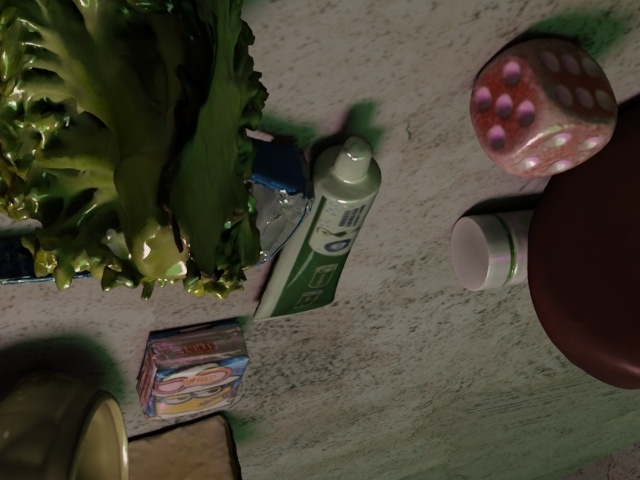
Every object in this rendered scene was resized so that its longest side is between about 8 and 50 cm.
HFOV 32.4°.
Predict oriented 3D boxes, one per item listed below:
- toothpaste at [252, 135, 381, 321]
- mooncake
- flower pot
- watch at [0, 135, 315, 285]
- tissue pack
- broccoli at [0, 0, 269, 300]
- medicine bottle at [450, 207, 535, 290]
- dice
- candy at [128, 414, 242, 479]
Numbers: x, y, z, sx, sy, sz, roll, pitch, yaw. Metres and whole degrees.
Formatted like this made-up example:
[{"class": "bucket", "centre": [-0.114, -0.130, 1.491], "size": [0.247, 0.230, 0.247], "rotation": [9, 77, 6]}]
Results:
[{"class": "toothpaste", "centre": [0.000, 0.000, 1.111], "size": [0.099, 0.061, 0.392], "rotation": [-11, 158, -16]}, {"class": "mooncake", "centre": [0.384, 0.007, 1.087], "size": [0.325, 0.334, 0.174], "rotation": [-63, 151, -5]}, {"class": "flower pot", "centre": [-0.363, 0.296, 1.238], "size": [0.244, 0.307, 0.307], "rotation": [3, 155, 3]}, {"class": "watch", "centre": [-0.132, -0.053, 0.915], "size": [0.275, 0.068, 0.276], "rotation": [-1, 152, -23]}, {"class": "tissue pack", "centre": [-0.157, 0.161, 1.336], "size": [0.116, 0.065, 0.155], "rotation": [-10, 155, -19]}, {"class": "broccoli", "centre": [-0.137, -0.065, 0.662], "size": [0.180, 0.273, 0.242], "rotation": [-4, 128, 10]}, {"class": "medicine bottle", "centre": [0.247, 0.005, 1.251], "size": [0.183, 0.086, 0.086], "rotation": [-7, 154, -22]}, {"class": "dice", "centre": [0.192, -0.114, 0.953], "size": [0.093, 0.094, 0.091], "rotation": [-1, 154, -35]}, {"class": "candy", "centre": [-0.265, 0.392, 1.614], "size": [0.321, 0.179, 0.135], "rotation": [-17, 155, -3]}]
